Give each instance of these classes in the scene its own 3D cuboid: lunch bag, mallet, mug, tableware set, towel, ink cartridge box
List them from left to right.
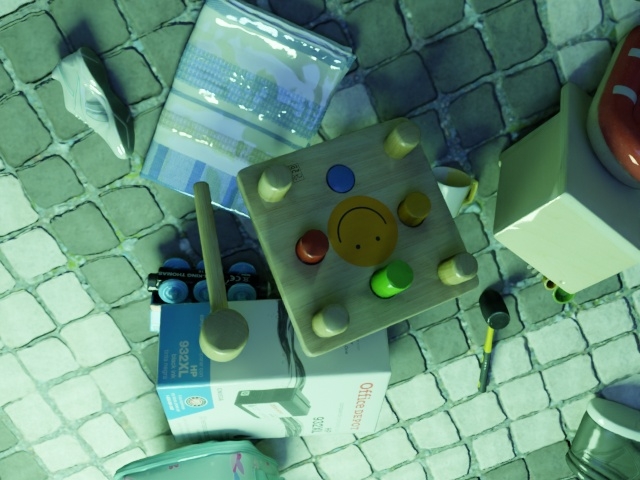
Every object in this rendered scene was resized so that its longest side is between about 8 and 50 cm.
[{"bbox_3d":[-0.176,0.391,1.117,0.224,0.108,0.279,-17,154,3],"label":"lunch bag"},{"bbox_3d":[-0.103,-0.170,0.967,0.209,0.034,0.285,23,111,-13],"label":"towel"},{"bbox_3d":[-0.065,0.190,1.031,0.307,0.129,0.223,-2,145,-5],"label":"ink cartridge box"},{"bbox_3d":[0.187,-0.062,1.023,0.078,0.062,0.064,10,122,-1],"label":"mug"},{"bbox_3d":[0.268,0.164,1.150,0.039,0.062,0.190,-2,130,-2],"label":"mallet"},{"bbox_3d":[0.404,0.027,1.098,0.104,0.024,0.154,41,105,-20],"label":"tableware set"}]

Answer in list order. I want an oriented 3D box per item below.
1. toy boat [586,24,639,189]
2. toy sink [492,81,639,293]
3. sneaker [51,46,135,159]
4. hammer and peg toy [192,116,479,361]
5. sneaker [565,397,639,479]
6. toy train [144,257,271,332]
[{"bbox_3d":[0.445,-0.175,0.896,0.151,0.151,0.231,33,72,-18],"label":"toy boat"},{"bbox_3d":[0.336,-0.073,0.974,0.153,0.234,0.131,33,138,-19],"label":"toy sink"},{"bbox_3d":[-0.297,-0.175,0.945,0.061,0.054,0.152,-19,109,15],"label":"sneaker"},{"bbox_3d":[0.000,0.000,0.904,0.361,0.127,0.266,-19,83,-17],"label":"hammer and peg toy"},{"bbox_3d":[0.558,0.387,1.236,0.295,0.104,0.147,23,113,-7],"label":"sneaker"},{"bbox_3d":[-0.167,0.086,1.059,0.184,0.080,0.105,4,123,-8],"label":"toy train"}]
